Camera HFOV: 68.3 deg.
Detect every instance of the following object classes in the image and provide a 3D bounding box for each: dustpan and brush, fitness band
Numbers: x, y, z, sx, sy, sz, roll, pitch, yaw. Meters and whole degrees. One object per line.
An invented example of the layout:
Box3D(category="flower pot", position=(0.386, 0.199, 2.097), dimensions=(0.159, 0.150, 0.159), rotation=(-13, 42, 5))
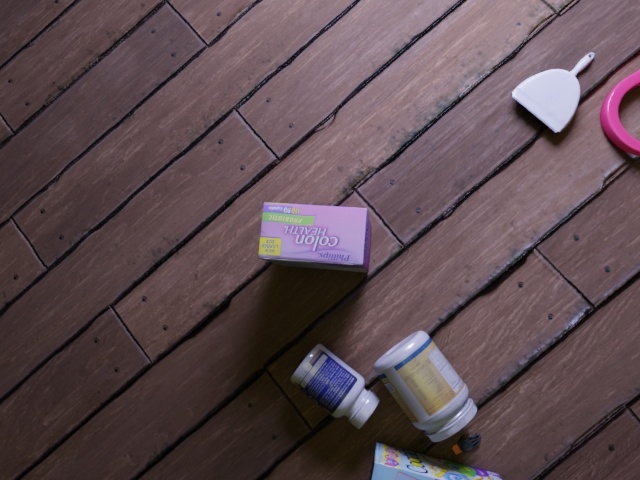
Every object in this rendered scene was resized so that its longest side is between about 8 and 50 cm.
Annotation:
Box3D(category="dustpan and brush", position=(0.573, -0.369, 1.112), dimensions=(0.147, 0.060, 0.211), rotation=(44, 98, 9))
Box3D(category="fitness band", position=(0.792, -0.306, 1.071), dimensions=(0.291, 0.054, 0.209), rotation=(-29, 77, 3))

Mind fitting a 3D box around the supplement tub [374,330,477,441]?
Box3D(category="supplement tub", position=(0.227, 0.315, 1.027), dimensions=(0.144, 0.144, 0.199), rotation=(-37, 80, 3))

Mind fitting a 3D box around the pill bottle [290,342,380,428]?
Box3D(category="pill bottle", position=(0.036, 0.332, 1.069), dimensions=(0.187, 0.112, 0.112), rotation=(37, 89, 11))

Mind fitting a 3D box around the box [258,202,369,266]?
Box3D(category="box", position=(0.000, 0.000, 1.049), dimensions=(0.214, 0.243, 0.117), rotation=(4, 84, 9))

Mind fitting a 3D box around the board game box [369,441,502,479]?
Box3D(category="board game box", position=(0.238, 0.551, 0.998), dimensions=(0.276, 0.142, 0.144), rotation=(11, 85, 9))

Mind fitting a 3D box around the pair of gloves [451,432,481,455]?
Box3D(category="pair of gloves", position=(0.316, 0.437, 1.068), dimensions=(0.074, 0.010, 0.083), rotation=(-33, 81, 3))
